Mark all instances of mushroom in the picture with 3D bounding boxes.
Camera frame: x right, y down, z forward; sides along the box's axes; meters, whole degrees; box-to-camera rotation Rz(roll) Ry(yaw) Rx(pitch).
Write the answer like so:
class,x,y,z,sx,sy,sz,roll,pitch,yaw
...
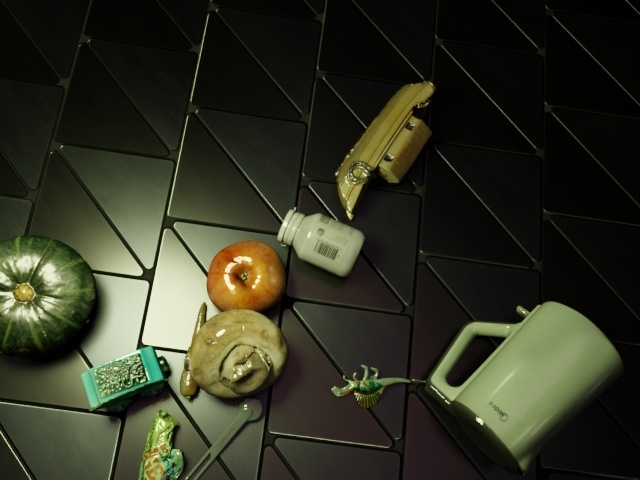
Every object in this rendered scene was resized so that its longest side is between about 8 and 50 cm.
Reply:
class,x,y,z,sx,sy,sz,roll,pitch,yaw
mushroom,-0.205,0.285,1.601,0.254,0.255,0.184,-18,44,-10

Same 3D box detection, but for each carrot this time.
class,x,y,z,sx,sy,sz,roll,pitch,yaw
carrot,-0.321,0.279,1.689,0.049,0.049,0.254,9,69,-2

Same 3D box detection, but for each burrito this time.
class,x,y,z,sx,sy,sz,roll,pitch,yaw
burrito,-0.383,0.557,1.588,0.104,0.054,0.288,6,72,-3

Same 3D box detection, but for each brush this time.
class,x,y,z,sx,sy,sz,roll,pitch,yaw
brush,-0.243,0.498,1.639,0.062,0.027,0.266,40,77,8

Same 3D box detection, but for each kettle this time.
class,x,y,z,sx,sy,sz,roll,pitch,yaw
kettle,0.490,0.336,1.659,0.376,0.250,0.361,-41,59,-13

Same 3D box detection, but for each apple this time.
class,x,y,z,sx,sy,sz,roll,pitch,yaw
apple,-0.189,0.100,1.694,0.209,0.164,0.210,1,75,-4

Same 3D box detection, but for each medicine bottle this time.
class,x,y,z,sx,sy,sz,roll,pitch,yaw
medicine bottle,0.000,0.000,1.756,0.215,0.135,0.135,24,72,3

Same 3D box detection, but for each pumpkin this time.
class,x,y,z,sx,sy,sz,roll,pitch,yaw
pumpkin,-0.708,0.138,1.620,0.300,0.207,0.300,2,82,-15

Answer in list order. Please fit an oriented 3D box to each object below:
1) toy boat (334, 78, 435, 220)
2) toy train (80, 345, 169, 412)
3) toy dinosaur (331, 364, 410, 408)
class,x,y,z,sx,sy,sz,roll,pitch,yaw
toy boat,0.191,-0.253,1.866,0.162,0.136,0.445,34,77,10
toy train,-0.470,0.336,1.595,0.203,0.163,0.112,-24,74,-12
toy dinosaur,0.129,0.382,1.700,0.187,0.044,0.106,21,85,-11
